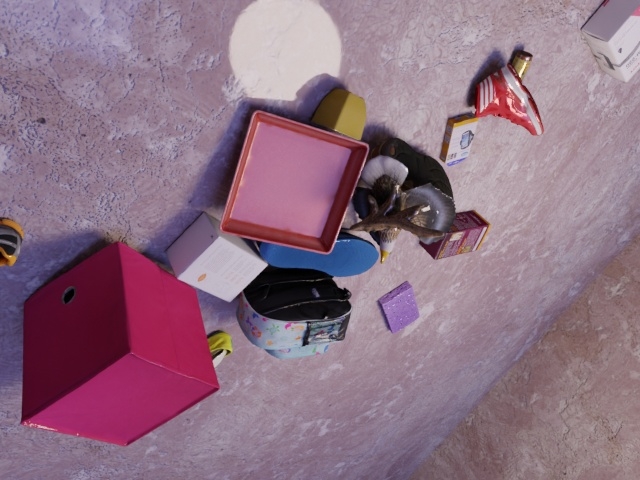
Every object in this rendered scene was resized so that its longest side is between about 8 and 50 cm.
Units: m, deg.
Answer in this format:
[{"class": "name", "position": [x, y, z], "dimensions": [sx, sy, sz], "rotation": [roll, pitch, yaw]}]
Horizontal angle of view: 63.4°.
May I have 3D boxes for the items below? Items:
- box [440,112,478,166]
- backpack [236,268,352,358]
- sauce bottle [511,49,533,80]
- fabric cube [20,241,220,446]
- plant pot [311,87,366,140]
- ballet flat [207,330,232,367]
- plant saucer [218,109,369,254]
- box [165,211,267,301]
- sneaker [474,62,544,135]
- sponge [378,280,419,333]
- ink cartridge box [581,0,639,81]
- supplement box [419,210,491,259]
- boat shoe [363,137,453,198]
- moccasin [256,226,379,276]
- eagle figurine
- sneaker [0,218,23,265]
[{"class": "box", "position": [0.357, -0.258, 1.344], "dimensions": [0.081, 0.028, 0.136], "rotation": [-19, 139, -22]}, {"class": "backpack", "position": [-0.080, 0.173, 1.279], "dimensions": [0.254, 0.225, 0.191], "rotation": [0, 123, -31]}, {"class": "sauce bottle", "position": [0.482, -0.403, 1.287], "dimensions": [0.042, 0.042, 0.128], "rotation": [-14, 138, -26]}, {"class": "fabric cube", "position": [-0.395, 0.210, 1.022], "dimensions": [0.254, 0.258, 0.259], "rotation": [-32, 141, 9]}, {"class": "plant pot", "position": [0.047, -0.264, 1.069], "dimensions": [0.081, 0.081, 0.083], "rotation": [12, 105, -43]}, {"class": "ballet flat", "position": [-0.327, 0.325, 1.351], "dimensions": [0.231, 0.077, 0.077], "rotation": [-34, 141, -4]}, {"class": "plant saucer", "position": [-0.058, -0.116, 1.083], "dimensions": [0.259, 0.047, 0.259], "rotation": [12, 109, -23]}, {"class": "box", "position": [-0.227, 0.040, 1.143], "dimensions": [0.130, 0.091, 0.170], "rotation": [-44, 140, 7]}, {"class": "sneaker", "position": [0.459, -0.328, 1.291], "dimensions": [0.128, 0.087, 0.221], "rotation": [-24, 126, 31]}, {"class": "sponge", "position": [0.267, 0.229, 1.737], "dimensions": [0.117, 0.031, 0.210], "rotation": [-32, 141, -7]}, {"class": "ink cartridge box", "position": [0.798, -0.541, 1.352], "dimensions": [0.218, 0.092, 0.158], "rotation": [20, 114, -47]}, {"class": "supplement box", "position": [0.407, -0.018, 1.566], "dimensions": [0.188, 0.081, 0.104], "rotation": [-10, 133, -30]}, {"class": "boat shoe", "position": [0.216, -0.151, 1.285], "dimensions": [0.120, 0.122, 0.324], "rotation": [-17, 150, 38]}, {"class": "moccasin", "position": [0.000, 0.000, 1.258], "dimensions": [0.342, 0.117, 0.137], "rotation": [14, 118, -40]}, {"class": "eagle figurine", "position": [0.170, -0.055, 1.189], "dimensions": [0.225, 0.226, 0.298], "rotation": [-47, 171, 20]}, {"class": "sneaker", "position": [-0.608, 0.024, 0.853], "dimensions": [0.215, 0.083, 0.084], "rotation": [-17, 138, -21]}]
